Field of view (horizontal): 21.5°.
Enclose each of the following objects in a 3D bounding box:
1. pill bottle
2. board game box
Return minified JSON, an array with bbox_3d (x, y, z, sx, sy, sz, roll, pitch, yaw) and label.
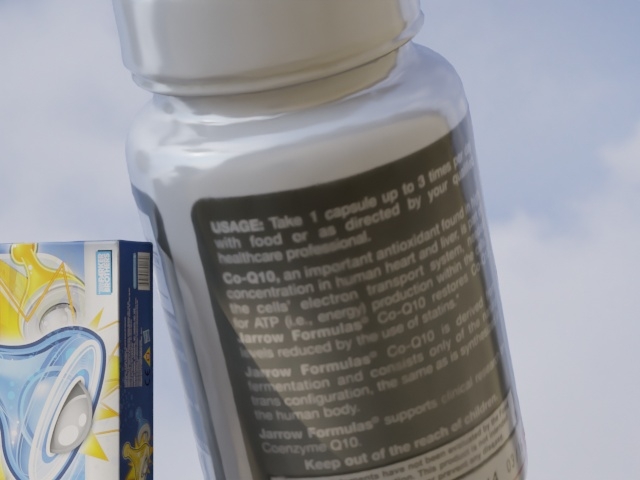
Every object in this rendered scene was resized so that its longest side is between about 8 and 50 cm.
[{"bbox_3d":[0.000,0.000,0.797,0.161,0.161,0.283,-15,-69,-10],"label":"pill bottle"},{"bbox_3d":[-0.142,0.101,0.760,0.136,0.201,0.035,-2,-4,22],"label":"board game box"}]
